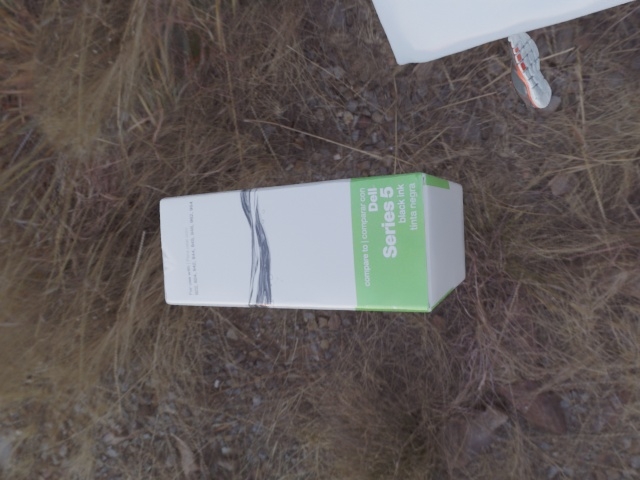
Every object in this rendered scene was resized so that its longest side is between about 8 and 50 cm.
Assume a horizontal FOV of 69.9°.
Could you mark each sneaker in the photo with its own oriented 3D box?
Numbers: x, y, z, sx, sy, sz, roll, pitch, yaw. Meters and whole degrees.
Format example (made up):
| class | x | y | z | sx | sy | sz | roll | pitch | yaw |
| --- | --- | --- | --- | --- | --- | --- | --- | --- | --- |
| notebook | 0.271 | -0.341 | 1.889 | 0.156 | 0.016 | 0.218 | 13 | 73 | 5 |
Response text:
| class | x | y | z | sx | sy | sz | roll | pitch | yaw |
| --- | --- | --- | --- | --- | --- | --- | --- | --- | --- |
| sneaker | 0.392 | -0.328 | 0.900 | 0.061 | 0.065 | 0.158 | -32 | 106 | -19 |

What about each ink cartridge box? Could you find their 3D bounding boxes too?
| class | x | y | z | sx | sy | sz | roll | pitch | yaw |
| --- | --- | --- | --- | --- | --- | --- | --- | --- | --- |
| ink cartridge box | 0.000 | 0.000 | 0.490 | 0.273 | 0.198 | 0.115 | -2 | 93 | 25 |

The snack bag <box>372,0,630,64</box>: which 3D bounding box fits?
| class | x | y | z | sx | sy | sz | roll | pitch | yaw |
| --- | --- | --- | --- | --- | --- | --- | --- | --- | --- |
| snack bag | 0.116 | -0.257 | 0.181 | 0.342 | 0.037 | 0.323 | 3 | 136 | 43 |
